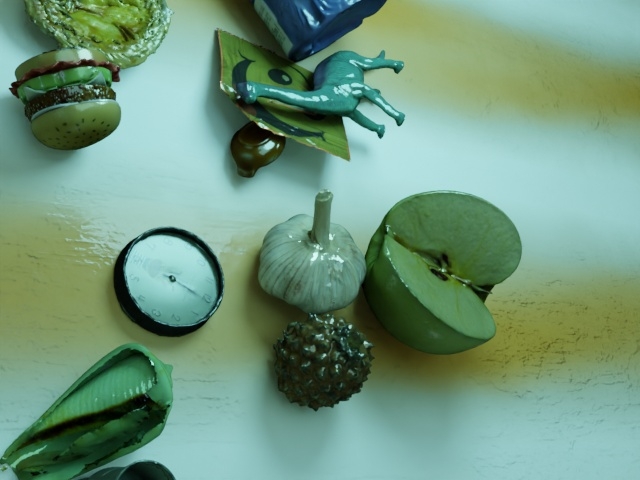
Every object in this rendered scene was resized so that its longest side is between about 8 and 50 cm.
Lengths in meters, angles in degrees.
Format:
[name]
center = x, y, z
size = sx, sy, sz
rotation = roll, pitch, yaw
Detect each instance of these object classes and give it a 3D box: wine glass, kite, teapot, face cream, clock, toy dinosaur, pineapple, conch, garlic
[wine glass]
center = -0.268, 0.347, 1.075
size = 0.103, 0.231, 0.103
rotation = 13, 64, -28
[kite]
center = -0.061, -0.286, 1.593
size = 0.377, 0.013, 0.327
rotation = 47, 37, 12
[teapot]
center = -0.115, -0.166, 1.513
size = 0.098, 0.078, 0.129
rotation = 8, 45, 15
[face cream]
center = -0.014, -0.507, 1.620
size = 0.249, 0.249, 0.225
rotation = -35, 93, -39
[clock]
center = -0.243, 0.064, 1.341
size = 0.184, 0.040, 0.184
rotation = 14, 62, -28
[toy dinosaur]
center = -0.003, -0.334, 1.622
size = 0.331, 0.129, 0.383
rotation = 18, 38, -17
[pineapple]
center = 0.010, 0.191, 1.354
size = 0.166, 0.193, 0.166
rotation = 19, 52, -27
[conch]
center = -0.304, 0.252, 1.147
size = 0.143, 0.137, 0.250
rotation = 39, 47, 10
[garlic]
center = 0.000, 0.000, 1.407
size = 0.199, 0.226, 0.199
rotation = 11, 39, -9

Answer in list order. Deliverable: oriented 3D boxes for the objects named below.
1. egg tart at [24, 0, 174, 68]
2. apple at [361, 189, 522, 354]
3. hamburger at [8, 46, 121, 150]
[egg tart]
center = -0.386, -0.397, 1.426
size = 0.252, 0.098, 0.232
rotation = 9, 71, -26
[apple]
center = 0.207, 0.061, 1.520
size = 0.258, 0.233, 0.295
rotation = 25, 66, -8
[hamburger]
center = -0.393, -0.215, 1.294
size = 0.175, 0.175, 0.137
rotation = -10, 81, -36
